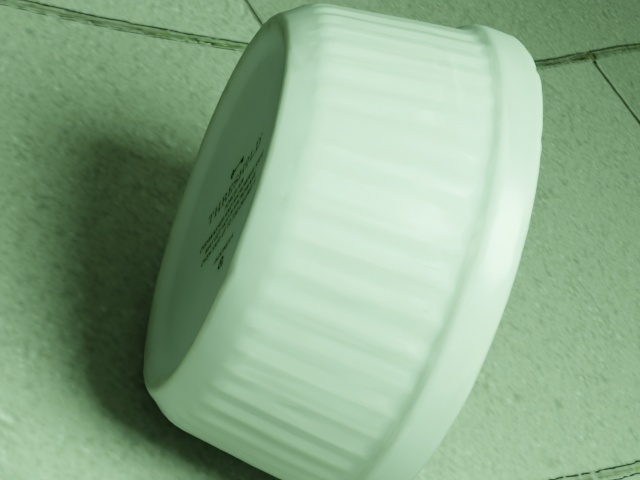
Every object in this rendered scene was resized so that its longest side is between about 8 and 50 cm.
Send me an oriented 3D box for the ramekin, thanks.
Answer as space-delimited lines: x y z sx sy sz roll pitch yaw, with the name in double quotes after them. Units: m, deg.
0.000 0.000 0.881 0.127 0.273 0.273 18 36 -14 "ramekin"
